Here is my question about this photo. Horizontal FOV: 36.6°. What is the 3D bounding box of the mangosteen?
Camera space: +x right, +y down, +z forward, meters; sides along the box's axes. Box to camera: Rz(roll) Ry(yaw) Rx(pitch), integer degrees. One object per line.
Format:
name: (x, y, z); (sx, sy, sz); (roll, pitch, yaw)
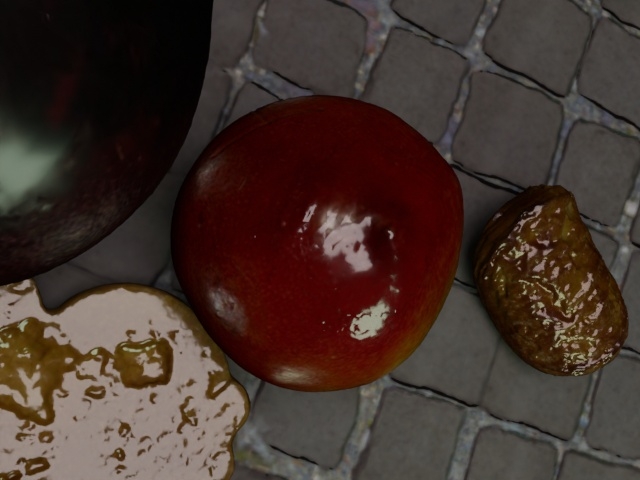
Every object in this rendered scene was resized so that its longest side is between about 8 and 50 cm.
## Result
mangosteen: (-0.196, -0.104, 0.495); (0.297, 0.297, 0.293); (-25, 136, -18)

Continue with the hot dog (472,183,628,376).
hot dog: (0.169, 0.030, 0.707); (0.099, 0.065, 0.147); (-38, 109, -17)

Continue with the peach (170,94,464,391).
peach: (0.000, 0.000, 0.584); (0.197, 0.197, 0.197); (1, 86, -18)

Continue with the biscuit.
biscuit: (-0.167, 0.102, 0.604); (0.249, 0.035, 0.184); (-6, 89, -17)
